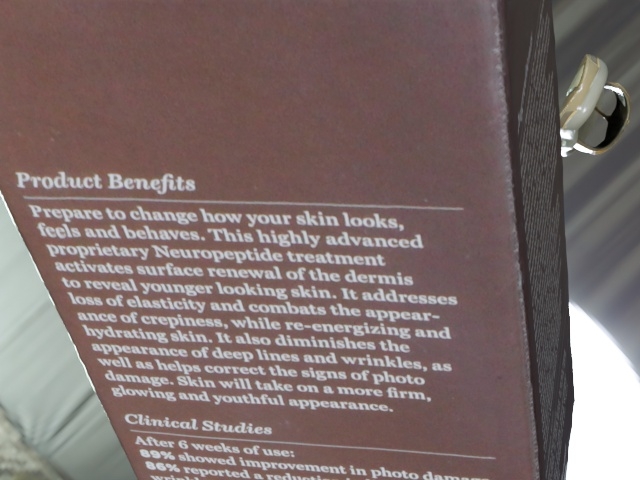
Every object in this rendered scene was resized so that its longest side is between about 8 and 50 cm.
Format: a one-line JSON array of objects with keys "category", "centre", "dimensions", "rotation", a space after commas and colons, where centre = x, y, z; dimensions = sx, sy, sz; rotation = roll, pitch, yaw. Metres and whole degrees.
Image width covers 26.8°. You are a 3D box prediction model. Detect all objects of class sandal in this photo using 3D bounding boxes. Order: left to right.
[{"category": "sandal", "centre": [0.202, -0.094, 0.982], "dimensions": [0.049, 0.072, 0.180], "rotation": [22, -177, 9]}]

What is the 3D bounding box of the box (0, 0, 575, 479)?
[{"category": "box", "centre": [0.000, 0.000, 0.556], "dimensions": [0.381, 0.191, 0.143], "rotation": [76, -158, -47]}]
